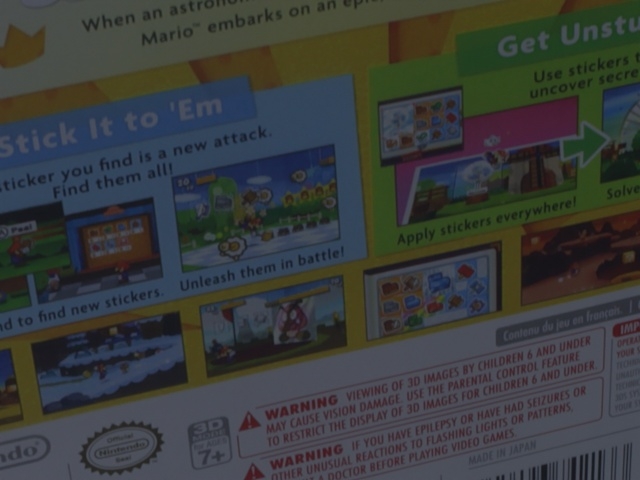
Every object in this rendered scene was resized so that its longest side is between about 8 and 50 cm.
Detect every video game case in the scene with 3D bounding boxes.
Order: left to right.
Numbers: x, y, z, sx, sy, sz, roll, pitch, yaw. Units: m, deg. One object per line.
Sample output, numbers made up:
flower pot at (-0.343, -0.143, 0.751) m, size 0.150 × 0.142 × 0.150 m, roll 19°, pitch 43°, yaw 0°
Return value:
video game case at (0.000, 0.000, 0.424) m, size 0.026 × 0.227 × 0.206 m, roll -118°, pitch -160°, yaw -53°
